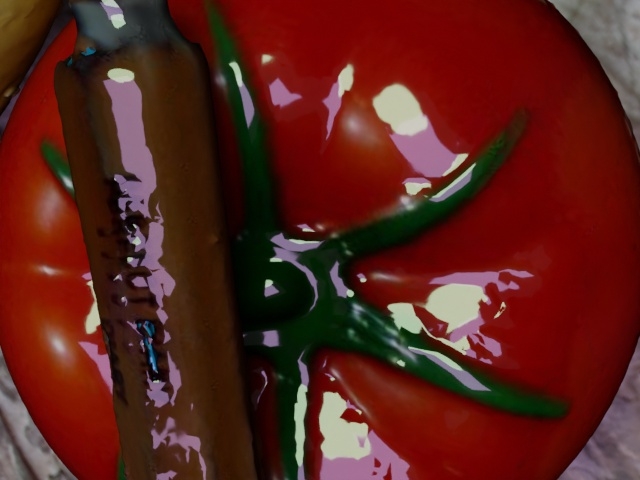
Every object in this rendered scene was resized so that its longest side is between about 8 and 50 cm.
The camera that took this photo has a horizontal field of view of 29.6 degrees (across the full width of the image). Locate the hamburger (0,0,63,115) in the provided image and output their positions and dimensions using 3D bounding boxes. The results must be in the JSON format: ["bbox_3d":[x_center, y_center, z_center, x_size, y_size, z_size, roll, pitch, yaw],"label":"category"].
[{"bbox_3d":[-0.261,-0.175,0.710,0.170,0.290,0.314,19,130,-42],"label":"hamburger"}]

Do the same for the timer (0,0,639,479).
[{"bbox_3d":[0.000,0.000,0.714,0.378,0.279,0.378,3,106,10],"label":"timer"}]

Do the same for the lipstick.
[{"bbox_3d":[-0.061,0.093,0.567,0.077,0.077,0.418,-5,103,13],"label":"lipstick"}]
